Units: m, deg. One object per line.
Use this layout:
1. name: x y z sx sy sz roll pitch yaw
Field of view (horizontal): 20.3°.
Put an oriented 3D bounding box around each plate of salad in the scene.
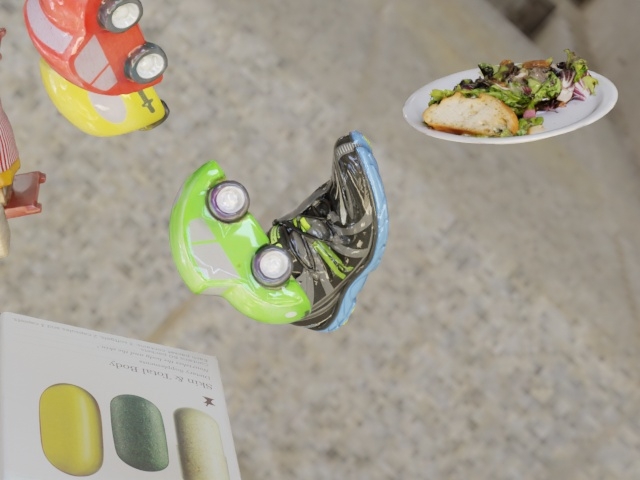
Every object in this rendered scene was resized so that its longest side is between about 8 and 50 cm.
1. plate of salad: 0.174 -0.138 1.655 0.199 0.048 0.200 -7 24 3

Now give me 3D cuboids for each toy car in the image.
1. toy car: -0.085 -0.043 0.940 0.053 0.225 0.239 -34 -1 -7

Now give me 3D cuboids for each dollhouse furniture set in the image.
1. dollhouse furniture set: -0.404 -0.071 1.956 0.152 0.201 0.374 -12 26 -1

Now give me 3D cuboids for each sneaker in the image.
1. sneaker: 0.000 0.000 1.289 0.188 0.078 0.067 112 155 -44

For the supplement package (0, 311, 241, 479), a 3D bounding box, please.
1. supplement package: -0.190 0.223 1.463 0.263 0.199 0.198 -108 35 -60
